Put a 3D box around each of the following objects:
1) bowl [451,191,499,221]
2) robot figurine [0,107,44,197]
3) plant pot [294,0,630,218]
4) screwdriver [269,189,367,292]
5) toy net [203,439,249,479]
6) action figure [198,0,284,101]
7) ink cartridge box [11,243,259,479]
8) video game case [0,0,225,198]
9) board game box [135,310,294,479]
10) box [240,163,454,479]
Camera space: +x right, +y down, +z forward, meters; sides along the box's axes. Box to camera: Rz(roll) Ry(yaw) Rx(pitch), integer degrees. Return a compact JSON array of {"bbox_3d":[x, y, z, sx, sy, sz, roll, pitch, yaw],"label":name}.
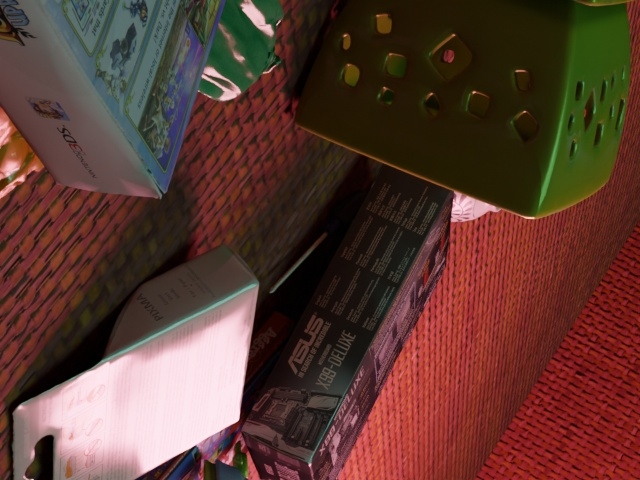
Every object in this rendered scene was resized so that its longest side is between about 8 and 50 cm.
[{"bbox_3d":[0.182,-0.083,1.693,0.170,0.080,0.170,-52,160,-28],"label":"bowl"},{"bbox_3d":[-0.208,-0.070,0.640,0.211,0.085,0.291,-53,162,-24],"label":"robot figurine"},{"bbox_3d":[0.141,-0.164,1.239,0.227,0.228,0.207,-23,132,-62],"label":"plant pot"},{"bbox_3d":[0.000,0.000,1.406,0.025,0.024,0.170,-37,-174,43],"label":"screwdriver"},{"bbox_3d":[-0.087,0.312,1.404,0.122,0.045,0.232,-131,-140,-81],"label":"toy net"},{"bbox_3d":[-0.075,-0.143,0.925,0.137,0.063,0.232,-62,158,-2],"label":"action figure"},{"bbox_3d":[-0.155,0.120,1.167,0.224,0.056,0.181,-25,145,-31],"label":"ink cartridge box"},{"bbox_3d":[-0.092,-0.193,0.620,0.244,0.061,0.270,63,37,-59],"label":"video game case"},{"bbox_3d":[-0.115,0.205,1.408,0.281,0.027,0.145,-49,160,-33],"label":"board game box"},{"bbox_3d":[0.032,0.099,1.485,0.307,0.076,0.242,-62,168,-16],"label":"box"}]
